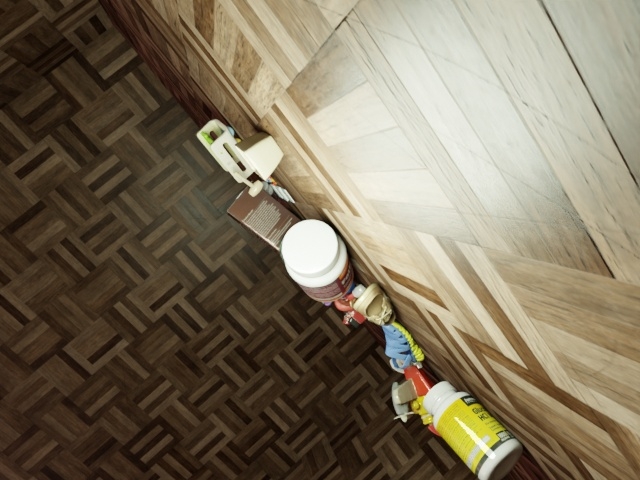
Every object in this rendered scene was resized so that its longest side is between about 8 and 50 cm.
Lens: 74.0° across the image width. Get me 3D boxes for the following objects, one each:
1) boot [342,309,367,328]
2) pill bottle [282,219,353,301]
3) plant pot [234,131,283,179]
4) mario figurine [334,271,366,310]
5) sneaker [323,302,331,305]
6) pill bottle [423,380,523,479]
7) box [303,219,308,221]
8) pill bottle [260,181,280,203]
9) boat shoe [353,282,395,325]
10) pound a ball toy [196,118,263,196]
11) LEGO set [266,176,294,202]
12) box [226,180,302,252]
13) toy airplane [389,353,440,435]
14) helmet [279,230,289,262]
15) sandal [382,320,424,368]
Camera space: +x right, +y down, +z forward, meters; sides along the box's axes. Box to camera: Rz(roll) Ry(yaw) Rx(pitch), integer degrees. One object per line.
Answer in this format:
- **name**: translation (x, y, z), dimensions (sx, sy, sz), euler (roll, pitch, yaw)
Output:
- **boot**: translation (0.153, 0.333, 2.216), dimensions (0.244, 0.176, 0.088), euler (51, 176, -3)
- **pill bottle**: translation (-0.004, 0.082, 1.563), dimensions (0.224, 0.224, 0.392), euler (47, 174, 21)
- **plant pot**: translation (-0.176, -0.263, 1.271), dimensions (0.109, 0.096, 0.109), euler (53, 174, -36)
- **mario figurine**: translation (0.135, 0.198, 1.972), dimensions (0.321, 0.169, 0.198), euler (73, -165, -51)
- **sneaker**: translation (0.020, 0.247, 1.998), dimensions (0.282, 0.102, 0.161), euler (-55, -51, -73)
- **pill bottle**: translation (0.536, 0.681, 1.542), dimensions (0.334, 0.188, 0.188), euler (42, 171, 48)
- **box**: translation (0.000, 0.000, 1.873), dimensions (0.191, 0.045, 0.184), euler (52, 173, -18)
- **pill bottle**: translation (-0.272, -0.234, 2.189), dimensions (0.086, 0.086, 0.152), euler (45, 172, 33)
- **boat shoe**: translation (0.216, 0.246, 1.561), dimensions (0.110, 0.122, 0.341), euler (41, -179, 25)
- **pound a ball toy**: translation (-0.367, -0.363, 1.865), dimensions (0.208, 0.136, 0.319), euler (41, 172, 32)
- **LEGO set**: translation (-0.228, -0.260, 1.871), dimensions (0.244, 0.060, 0.182), euler (53, 169, -29)
- **box**: translation (-0.245, -0.087, 2.054), dimensions (0.381, 0.191, 0.143), euler (40, 169, -7)
- **toy airplane**: translation (0.446, 0.718, 1.998), dimensions (0.386, 0.272, 0.384), euler (37, -163, -15)
- **helmet**: translation (-0.106, 0.037, 1.904), dimensions (0.169, 0.161, 0.169), euler (50, 176, 5)
- **sandal**: translation (0.337, 0.457, 1.847), dimensions (0.317, 0.138, 0.126), euler (54, 174, -27)
